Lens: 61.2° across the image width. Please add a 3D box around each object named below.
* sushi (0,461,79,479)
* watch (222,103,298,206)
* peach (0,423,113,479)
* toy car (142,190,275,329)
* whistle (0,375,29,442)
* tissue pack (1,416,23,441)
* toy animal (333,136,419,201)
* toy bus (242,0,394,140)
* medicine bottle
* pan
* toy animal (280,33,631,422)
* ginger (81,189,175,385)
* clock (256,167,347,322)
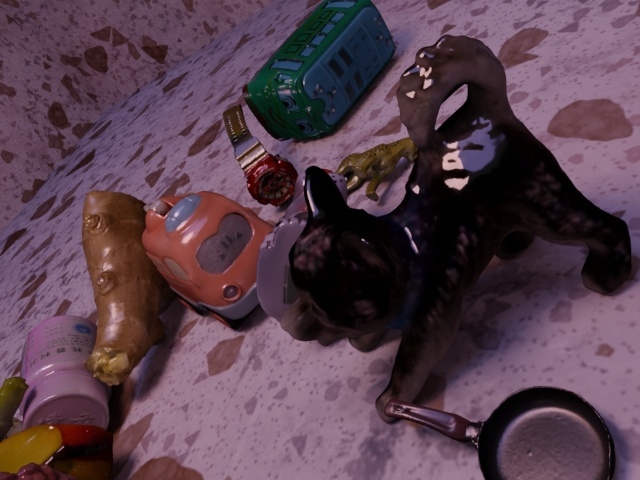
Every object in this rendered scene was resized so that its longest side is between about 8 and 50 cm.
[{"bbox_3d":[-0.368,0.410,0.612,0.171,0.236,0.270,29,74,44],"label":"sushi"},{"bbox_3d":[-0.126,-0.179,1.127,0.102,0.165,0.268,-35,34,7],"label":"watch"},{"bbox_3d":[-0.423,0.365,0.780,0.154,0.159,0.267,21,54,42],"label":"peach"},{"bbox_3d":[-0.193,0.011,0.924,0.270,0.212,0.180,10,57,51],"label":"toy car"},{"bbox_3d":[-0.506,0.306,0.825,0.057,0.104,0.198,26,82,19],"label":"whistle"},{"bbox_3d":[-0.687,0.492,0.867,0.332,0.205,0.405,-39,32,3],"label":"tissue pack"},{"bbox_3d":[0.076,-0.123,0.955,0.181,0.073,0.136,-15,31,55],"label":"toy animal"},{"bbox_3d":[0.012,-0.388,1.229,0.199,0.183,0.343,16,63,47],"label":"toy bus"},{"bbox_3d":[-0.455,0.251,0.968,0.152,0.152,0.254,-44,32,-5],"label":"medicine bottle"},{"bbox_3d":[0.156,0.185,0.503,0.212,0.040,0.115,1,51,38],"label":"pan"},{"bbox_3d":[0.093,-0.012,0.569,0.344,0.302,0.194,-36,29,6],"label":"toy animal"},{"bbox_3d":[-0.364,0.085,1.022,0.166,0.236,0.375,-2,72,2],"label":"ginger"},{"bbox_3d":[0.001,-0.001,0.800,0.189,0.189,0.254,-32,25,14],"label":"clock"}]
